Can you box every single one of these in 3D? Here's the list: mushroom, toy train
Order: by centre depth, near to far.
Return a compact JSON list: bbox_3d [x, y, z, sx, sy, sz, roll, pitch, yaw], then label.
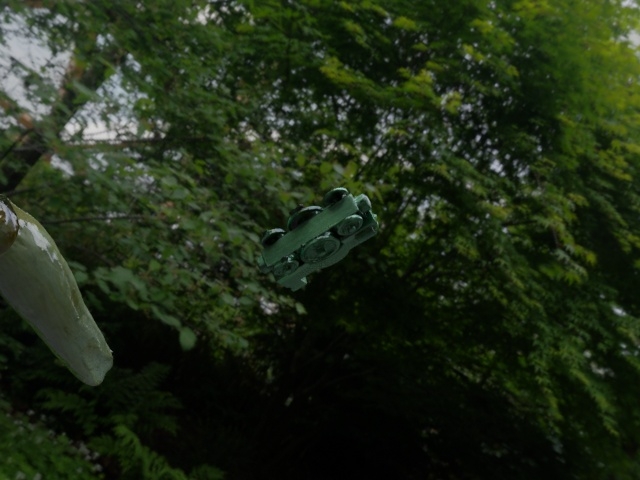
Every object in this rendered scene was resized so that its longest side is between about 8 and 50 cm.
[{"bbox_3d":[-0.333,0.064,0.731,0.100,0.081,0.312,38,-27,35],"label":"mushroom"},{"bbox_3d":[0.000,0.000,0.827,0.104,0.178,0.071,38,24,-55],"label":"toy train"}]
